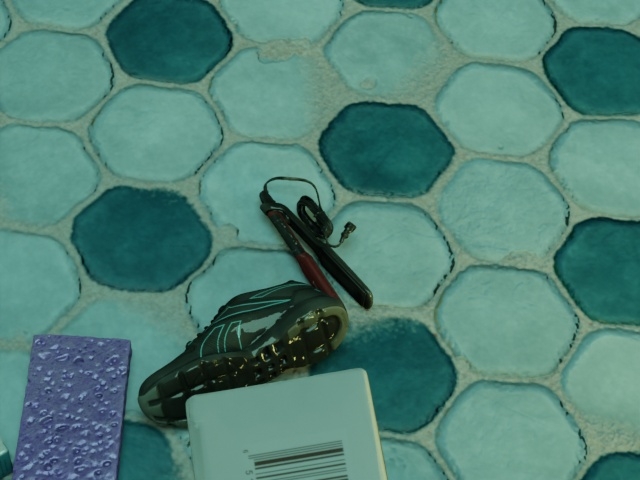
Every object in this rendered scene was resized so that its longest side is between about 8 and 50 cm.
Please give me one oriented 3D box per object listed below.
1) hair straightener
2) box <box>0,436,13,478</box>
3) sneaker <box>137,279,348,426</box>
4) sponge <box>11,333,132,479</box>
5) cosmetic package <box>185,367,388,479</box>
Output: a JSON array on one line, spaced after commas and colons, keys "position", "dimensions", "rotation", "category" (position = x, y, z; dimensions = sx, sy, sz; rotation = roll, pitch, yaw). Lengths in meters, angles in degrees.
[{"position": [0.000, 0.000, 1.782], "dimensions": [0.089, 0.047, 0.230], "rotation": [-26, 58, -20], "category": "hair straightener"}, {"position": [-0.471, 0.266, 1.554], "dimensions": [0.244, 0.060, 0.100], "rotation": [-28, 63, -21], "category": "box"}, {"position": [-0.099, 0.131, 1.669], "dimensions": [0.267, 0.101, 0.106], "rotation": [-25, 40, -18], "category": "sneaker"}, {"position": [-0.284, 0.207, 1.625], "dimensions": [0.117, 0.031, 0.210], "rotation": [3, 57, -2], "category": "sponge"}, {"position": [-0.004, 0.325, 1.310], "dimensions": [0.161, 0.453, 0.230], "rotation": [-10, 57, 0], "category": "cosmetic package"}]
